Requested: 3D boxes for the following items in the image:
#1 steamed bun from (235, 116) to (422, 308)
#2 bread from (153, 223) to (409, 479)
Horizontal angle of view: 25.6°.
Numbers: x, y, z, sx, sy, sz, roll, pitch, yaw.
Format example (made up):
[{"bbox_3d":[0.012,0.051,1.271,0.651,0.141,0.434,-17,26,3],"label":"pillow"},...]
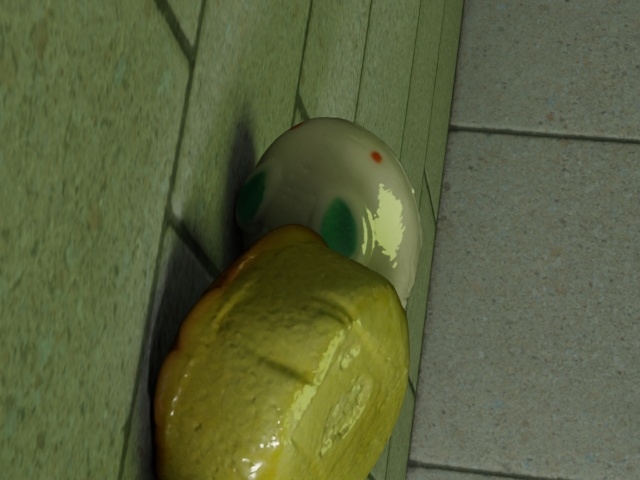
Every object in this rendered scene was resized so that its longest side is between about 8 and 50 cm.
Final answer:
[{"bbox_3d":[0.000,0.000,1.310,0.130,0.177,0.228,-36,144,-42],"label":"steamed bun"},{"bbox_3d":[-0.031,0.126,1.158,0.270,0.148,0.270,-46,149,-38],"label":"bread"}]
